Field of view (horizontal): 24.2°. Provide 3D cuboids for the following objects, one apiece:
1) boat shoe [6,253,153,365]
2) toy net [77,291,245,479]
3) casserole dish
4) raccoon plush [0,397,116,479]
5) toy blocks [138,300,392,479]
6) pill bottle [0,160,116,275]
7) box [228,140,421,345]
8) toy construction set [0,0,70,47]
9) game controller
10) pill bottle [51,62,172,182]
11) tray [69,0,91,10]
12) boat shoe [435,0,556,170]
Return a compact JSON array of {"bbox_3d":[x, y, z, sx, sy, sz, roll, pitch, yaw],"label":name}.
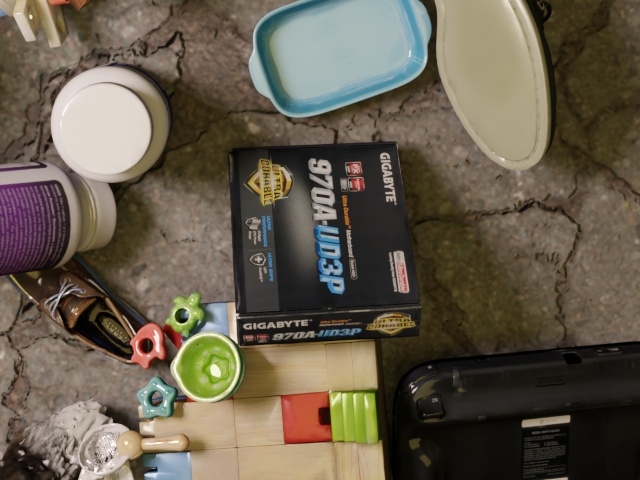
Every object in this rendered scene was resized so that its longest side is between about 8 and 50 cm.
[{"bbox_3d":[-0.246,0.061,1.513,0.183,0.066,0.066,34,95,-8],"label":"boat shoe"},{"bbox_3d":[-0.174,0.162,1.442,0.232,0.045,0.122,-47,72,8],"label":"toy net"},{"bbox_3d":[0.019,-0.195,1.508,0.188,0.037,0.114,-19,99,-2],"label":"casserole dish"},{"bbox_3d":[-0.463,0.260,1.514,0.299,0.216,0.446,42,63,6],"label":"raccoon plush"},{"bbox_3d":[-0.064,0.202,1.505,0.261,0.191,0.381,-4,89,6],"label":"toy blocks"},{"bbox_3d":[-0.299,-0.020,1.439,0.193,0.108,0.108,-8,102,-42],"label":"pill bottle"},{"bbox_3d":[0.000,0.000,1.456,0.175,0.220,0.051,-2,139,-3],"label":"box"},{"bbox_3d":[-0.406,-0.243,1.414,0.327,0.151,0.215,-11,99,-2],"label":"toy construction set"},{"bbox_3d":[0.227,0.195,1.547,0.319,0.067,0.166,-4,113,-15],"label":"game controller"},{"bbox_3d":[-0.200,-0.113,1.429,0.112,0.187,0.112,0,99,-3],"label":"pill bottle"},{"bbox_3d":[-0.126,-0.420,1.388,0.411,0.076,0.203,-41,100,-15],"label":"tray"},{"bbox_3d":[0.171,-0.242,1.477,0.127,0.113,0.340,-23,91,45],"label":"boat shoe"}]
